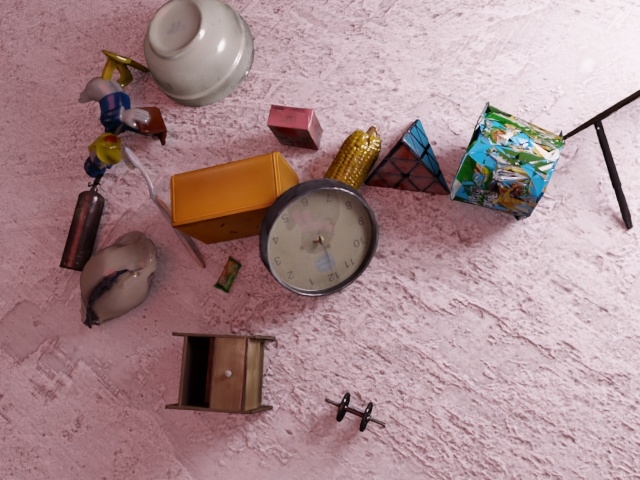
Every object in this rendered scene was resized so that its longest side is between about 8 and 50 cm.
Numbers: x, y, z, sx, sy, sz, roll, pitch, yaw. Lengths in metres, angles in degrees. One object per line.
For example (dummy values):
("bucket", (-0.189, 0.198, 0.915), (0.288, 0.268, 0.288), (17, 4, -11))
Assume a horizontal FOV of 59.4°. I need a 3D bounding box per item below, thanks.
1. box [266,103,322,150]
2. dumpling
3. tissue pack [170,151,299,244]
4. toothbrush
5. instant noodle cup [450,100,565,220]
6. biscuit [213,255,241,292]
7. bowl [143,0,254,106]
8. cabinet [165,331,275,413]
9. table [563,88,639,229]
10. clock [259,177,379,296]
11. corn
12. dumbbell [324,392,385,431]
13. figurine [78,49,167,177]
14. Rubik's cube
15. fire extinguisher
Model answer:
("box", (-0.061, -0.279, 1.390), (0.111, 0.156, 0.060), (11, 80, 14))
("dumpling", (-0.542, 0.088, 1.439), (0.293, 0.163, 0.205), (-39, 76, 16))
("tissue pack", (-0.198, -0.098, 1.371), (0.274, 0.194, 0.146), (-10, 72, 12))
("toothbrush", (-0.406, -0.084, 1.455), (0.037, 0.028, 0.375), (-36, 89, 21))
("instant noodle cup", (0.404, -0.162, 1.211), (0.178, 0.240, 0.240), (23, 85, 15))
("biscuit", (-0.235, 0.088, 1.430), (0.046, 0.016, 0.089), (26, 86, 18))
("bowl", (-0.350, -0.535, 1.520), (0.306, 0.163, 0.308), (-4, 77, 17))
("cabinet", (-0.230, 0.307, 1.315), (0.214, 0.148, 0.175), (0, 79, 14))
("table", (0.721, -0.202, 1.146), (0.317, 0.317, 0.249), (-30, 85, 7))
("clock", (0.000, 0.000, 1.270), (0.280, 0.280, 0.055), (-44, 29, 2))
("corn", (0.063, -0.163, 1.365), (0.097, 0.097, 0.262), (33, 92, 18))
("dumbbell", (0.077, 0.385, 1.260), (0.147, 0.069, 0.070), (18, 84, 17))
("figurine", (-0.541, -0.316, 1.544), (0.283, 0.204, 0.339), (30, 99, 11))
("Rubik's cube", (0.195, -0.221, 1.363), (0.190, 0.211, 0.178), (-9, 52, 37))
("fire extinguisher", (-0.638, -0.050, 1.529), (0.089, 0.072, 0.268), (-2, 74, 58))
